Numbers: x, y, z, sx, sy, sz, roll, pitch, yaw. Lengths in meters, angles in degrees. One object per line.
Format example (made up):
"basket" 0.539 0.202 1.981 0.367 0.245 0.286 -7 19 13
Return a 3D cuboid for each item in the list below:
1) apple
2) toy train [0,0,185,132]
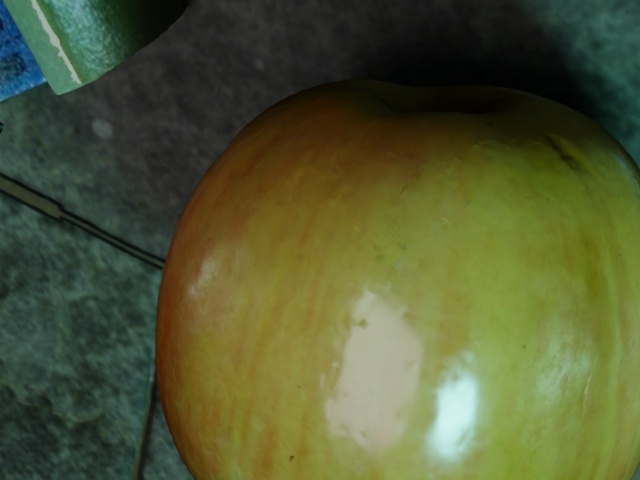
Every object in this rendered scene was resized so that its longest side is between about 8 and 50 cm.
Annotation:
"apple" 0.041 0.034 0.769 0.242 0.242 0.241 20 118 20
"toy train" -0.221 -0.189 0.846 0.202 0.131 0.299 -16 109 35
